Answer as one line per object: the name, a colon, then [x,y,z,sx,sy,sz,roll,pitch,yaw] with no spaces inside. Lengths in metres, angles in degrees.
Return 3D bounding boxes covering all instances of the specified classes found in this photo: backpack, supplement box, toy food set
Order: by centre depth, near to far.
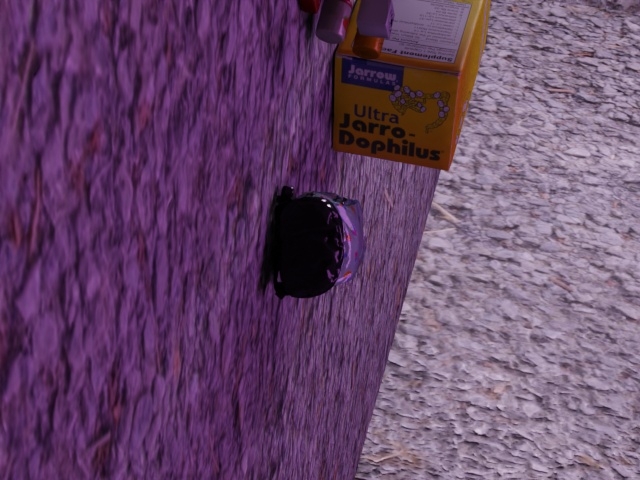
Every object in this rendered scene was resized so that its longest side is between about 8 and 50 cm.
toy food set: [0.040,-0.329,1.595,0.232,0.111,0.104,63,39,-70]
backpack: [0.000,0.000,1.713,0.182,0.115,0.152,-42,139,-78]
supplement box: [0.155,-0.309,2.022,0.195,0.194,0.356,90,15,-45]
